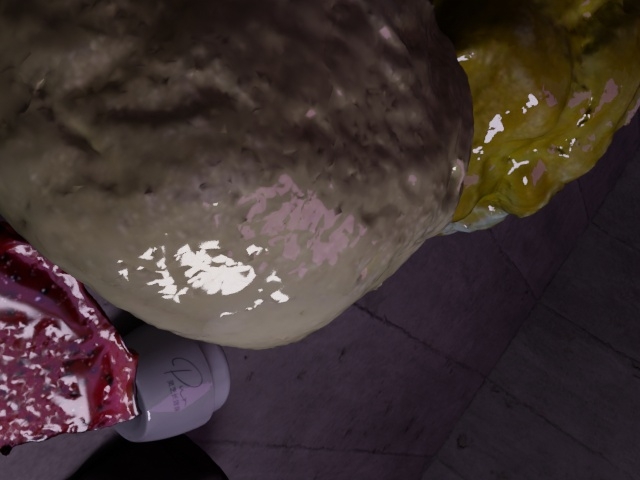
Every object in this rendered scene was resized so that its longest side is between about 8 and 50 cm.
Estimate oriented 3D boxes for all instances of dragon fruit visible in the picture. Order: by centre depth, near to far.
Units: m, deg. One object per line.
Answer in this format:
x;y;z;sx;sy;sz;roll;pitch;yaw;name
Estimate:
-0.261;0.067;0.618;0.261;0.163;0.189;-9;176;-32;dragon fruit

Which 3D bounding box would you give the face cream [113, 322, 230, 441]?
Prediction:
-0.155;0.136;0.949;0.104;0.117;0.117;-23;140;-42;face cream

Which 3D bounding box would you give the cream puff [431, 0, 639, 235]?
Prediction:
0.101;-0.176;0.840;0.378;0.275;0.378;-51;-164;21;cream puff

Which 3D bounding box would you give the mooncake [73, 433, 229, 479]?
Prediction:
-0.214;0.360;1.099;0.283;0.141;0.283;-42;150;-31;mooncake

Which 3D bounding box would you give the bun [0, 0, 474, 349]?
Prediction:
-0.060;-0.109;0.574;0.227;0.352;0.349;-53;-163;18;bun
